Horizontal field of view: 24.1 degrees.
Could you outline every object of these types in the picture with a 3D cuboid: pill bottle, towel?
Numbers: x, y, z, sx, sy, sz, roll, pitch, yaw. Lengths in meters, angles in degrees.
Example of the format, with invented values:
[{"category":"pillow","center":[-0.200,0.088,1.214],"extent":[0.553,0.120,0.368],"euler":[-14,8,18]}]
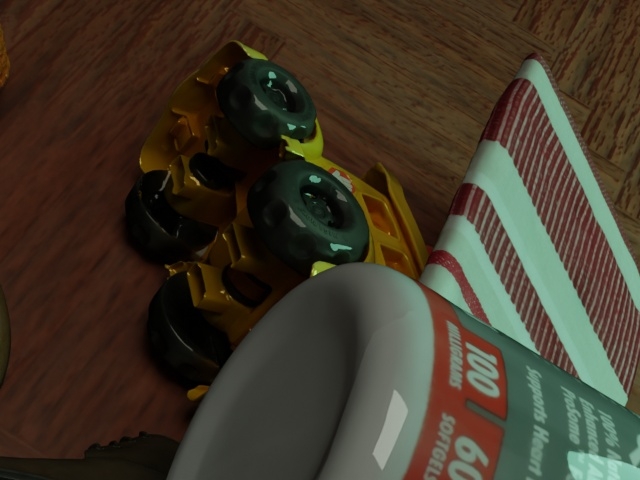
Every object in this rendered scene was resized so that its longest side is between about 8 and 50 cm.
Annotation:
[{"category":"pill bottle","center":[0.113,0.180,0.762],"extent":[0.363,0.210,0.210],"euler":[30,42,-21]},{"category":"towel","center":[0.139,0.056,0.988],"extent":[0.237,0.037,0.329],"euler":[61,36,-27]}]

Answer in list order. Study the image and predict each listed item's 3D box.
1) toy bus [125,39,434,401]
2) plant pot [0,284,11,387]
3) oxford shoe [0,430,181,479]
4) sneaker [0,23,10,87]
[{"category":"toy bus","center":[0.000,0.000,0.991],"extent":[0.211,0.149,0.220],"euler":[14,43,-36]},{"category":"plant pot","center":[-0.293,0.034,0.869],"extent":[0.236,0.032,0.236],"euler":[15,47,-17]},{"category":"oxford shoe","center":[-0.121,0.151,0.839],"extent":[0.227,0.082,0.096],"euler":[14,30,-20]},{"category":"sneaker","center":[-0.302,-0.115,0.953],"extent":[0.262,0.121,0.099],"euler":[-40,120,-63]}]
